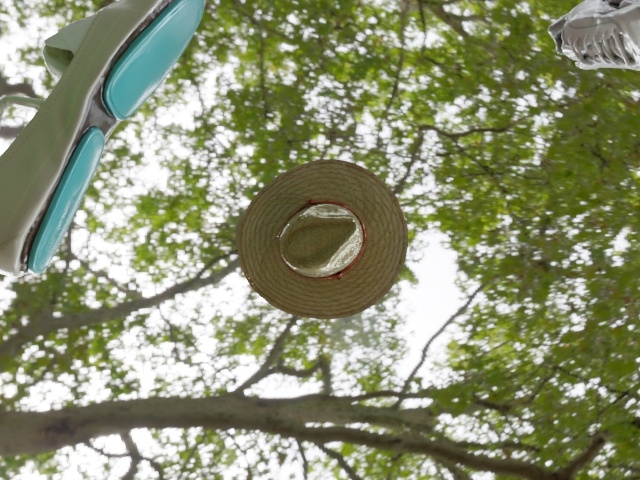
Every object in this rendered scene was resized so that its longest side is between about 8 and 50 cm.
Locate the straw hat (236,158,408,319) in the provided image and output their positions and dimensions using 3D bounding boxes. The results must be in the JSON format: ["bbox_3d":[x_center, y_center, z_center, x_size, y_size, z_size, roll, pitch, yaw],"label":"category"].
[{"bbox_3d":[0.000,0.000,0.672,0.145,0.061,0.144,0,-92,4],"label":"straw hat"}]

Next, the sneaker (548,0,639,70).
[{"bbox_3d":[0.380,-0.255,1.066,0.118,0.292,0.110,-23,-70,6],"label":"sneaker"}]

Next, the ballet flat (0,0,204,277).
[{"bbox_3d":[-0.170,-0.095,0.569,0.086,0.086,0.248,15,-112,33],"label":"ballet flat"}]
